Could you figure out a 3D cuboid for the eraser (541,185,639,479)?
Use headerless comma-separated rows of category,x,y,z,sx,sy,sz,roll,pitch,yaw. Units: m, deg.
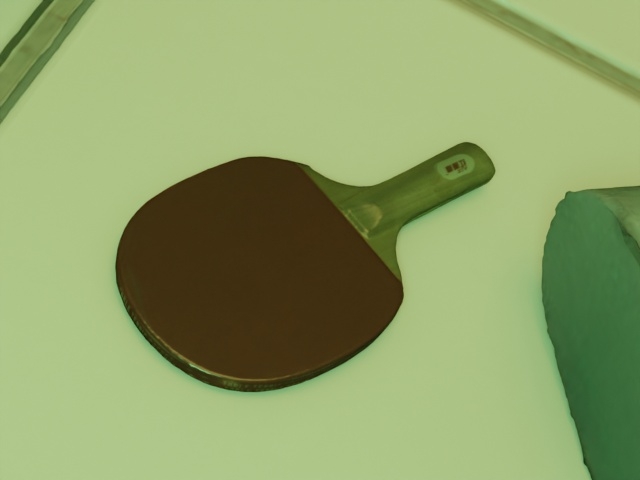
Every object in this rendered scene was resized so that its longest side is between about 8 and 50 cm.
eraser,0.205,0.054,0.642,0.227,0.081,0.174,-3,60,-23

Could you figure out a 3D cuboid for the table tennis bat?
table tennis bat,0.000,0.000,0.651,0.156,0.013,0.087,-28,66,-32
